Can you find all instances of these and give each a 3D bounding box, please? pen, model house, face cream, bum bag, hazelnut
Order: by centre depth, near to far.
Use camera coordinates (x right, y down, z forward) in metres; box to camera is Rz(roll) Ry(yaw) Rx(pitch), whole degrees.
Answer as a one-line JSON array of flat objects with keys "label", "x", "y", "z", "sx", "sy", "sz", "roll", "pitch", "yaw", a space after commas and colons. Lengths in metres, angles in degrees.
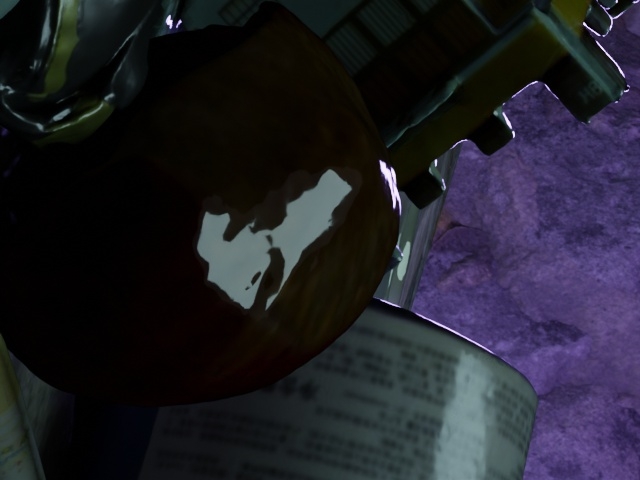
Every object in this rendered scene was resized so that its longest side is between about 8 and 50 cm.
[{"label": "bum bag", "x": -0.082, "y": -0.141, "z": 0.608, "sx": 0.106, "sy": 0.060, "sz": 0.233, "roll": -40, "pitch": 149, "yaw": -62}, {"label": "hazelnut", "x": -0.058, "y": -0.014, "z": 0.711, "sx": 0.201, "sy": 0.160, "sz": 0.170, "roll": -17, "pitch": 132, "yaw": -43}, {"label": "pen", "x": -0.144, "y": 0.103, "z": 0.718, "sx": 0.040, "sy": 0.032, "sz": 0.233, "roll": -44, "pitch": 155, "yaw": -27}, {"label": "model house", "x": 0.039, "y": -0.136, "z": 0.885, "sx": 0.198, "sy": 0.215, "sz": 0.224, "roll": -36, "pitch": -168, "yaw": 28}, {"label": "face cream", "x": -0.015, "y": 0.156, "z": 0.900, "sx": 0.249, "sy": 0.249, "sz": 0.225, "roll": 79, "pitch": 27, "yaw": -71}]

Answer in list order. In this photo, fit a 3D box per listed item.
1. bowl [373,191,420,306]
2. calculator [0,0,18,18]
[{"label": "bowl", "x": 0.000, "y": 0.000, "z": 1.168, "sx": 0.238, "sy": 0.126, "sz": 0.238, "roll": 13, "pitch": 90, "yaw": -82}, {"label": "calculator", "x": -0.129, "y": -0.097, "z": 0.435, "sx": 0.246, "sy": 0.045, "sz": 0.141, "roll": -63, "pitch": 165, "yaw": -59}]
